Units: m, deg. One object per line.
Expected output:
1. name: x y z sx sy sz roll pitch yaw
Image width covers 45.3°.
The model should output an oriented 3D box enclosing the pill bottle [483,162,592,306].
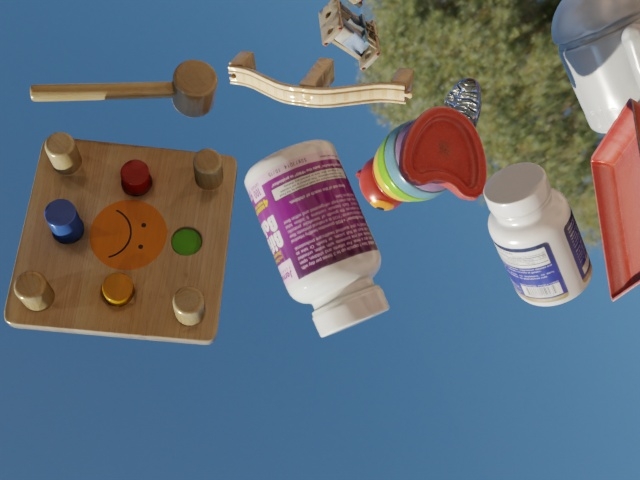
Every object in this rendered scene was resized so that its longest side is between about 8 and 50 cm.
1. pill bottle: 0.293 -0.010 1.048 0.187 0.112 0.112 58 -142 -33

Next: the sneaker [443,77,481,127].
1. sneaker: 0.341 -0.319 1.809 0.083 0.221 0.087 26 -108 12

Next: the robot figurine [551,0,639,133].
1. robot figurine: 0.549 -0.335 1.392 0.354 0.199 0.300 62 -171 -11

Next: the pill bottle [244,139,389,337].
1. pill bottle: 0.000 0.000 1.277 0.169 0.169 0.302 -13 -103 -46

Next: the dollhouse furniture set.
1. dollhouse furniture set: 0.105 -0.512 1.749 0.129 0.183 0.129 25 -137 -32

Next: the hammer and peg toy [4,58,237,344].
1. hammer and peg toy: -0.245 -0.053 0.984 0.265 0.127 0.361 5 -111 -4

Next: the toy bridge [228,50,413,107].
1. toy bridge: -0.003 -0.151 0.737 0.063 0.188 0.026 -60 -26 -47

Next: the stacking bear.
1. stacking bear: 0.171 -0.139 1.492 0.175 0.289 0.164 14 -106 -21

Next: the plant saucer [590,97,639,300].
1. plant saucer: 0.489 -0.054 1.196 0.258 0.047 0.259 66 -159 -74
